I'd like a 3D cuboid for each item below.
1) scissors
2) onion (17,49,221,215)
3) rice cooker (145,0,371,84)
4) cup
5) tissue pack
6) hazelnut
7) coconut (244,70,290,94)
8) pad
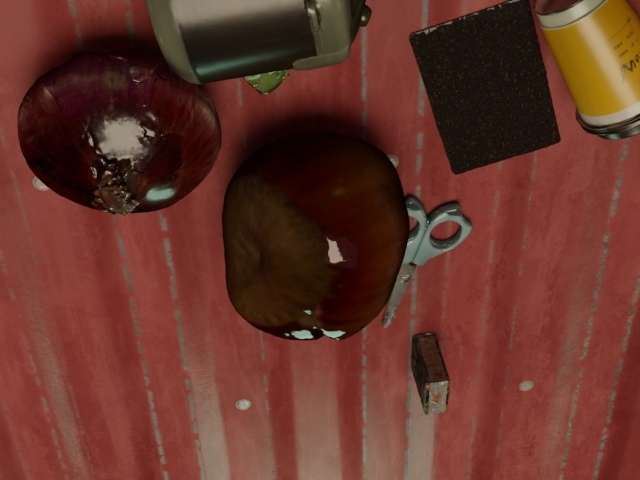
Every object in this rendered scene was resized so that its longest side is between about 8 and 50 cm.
[{"bbox_3d":[0.183,0.057,2.144,0.191,0.029,0.360,8,128,-13],"label":"scissors"},{"bbox_3d":[-0.344,-0.154,1.766,0.347,0.285,0.348,-2,141,-2],"label":"onion"},{"bbox_3d":[-0.093,-0.413,1.556,0.325,0.335,0.335,-11,130,4],"label":"rice cooker"},{"bbox_3d":[0.486,-0.319,1.767,0.196,0.196,0.280,-30,118,19],"label":"cup"},{"bbox_3d":[0.241,0.292,2.267,0.060,0.148,0.109,-7,130,-5],"label":"tissue pack"},{"bbox_3d":[0.000,0.000,1.887,0.359,0.359,0.409,4,137,-8],"label":"hazelnut"},{"bbox_3d":[-0.102,-0.331,1.781,0.133,0.055,0.158,-13,131,4],"label":"coconut"},{"bbox_3d":[0.307,-0.275,1.895,0.220,0.004,0.330,-17,129,9],"label":"pad"}]
